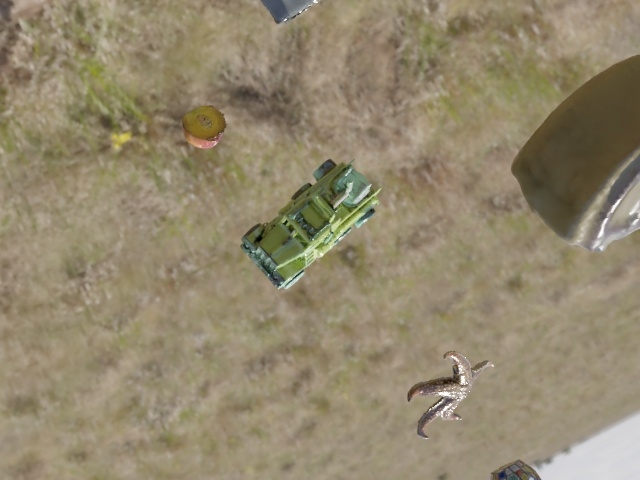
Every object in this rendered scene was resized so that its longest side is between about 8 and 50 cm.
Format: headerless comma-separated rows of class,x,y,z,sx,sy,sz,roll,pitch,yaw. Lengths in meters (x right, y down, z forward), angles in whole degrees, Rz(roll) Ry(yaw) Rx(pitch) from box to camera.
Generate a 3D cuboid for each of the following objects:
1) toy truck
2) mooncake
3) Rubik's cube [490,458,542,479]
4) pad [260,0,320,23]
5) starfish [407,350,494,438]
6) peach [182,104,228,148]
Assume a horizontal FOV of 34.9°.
toy truck,-0.012,-0.043,1.745,0.259,0.128,0.135,-41,176,-21
mooncake,0.538,-0.132,1.842,0.394,0.246,0.393,-36,153,-13
Rubik's cube,0.398,0.502,2.073,0.093,0.111,0.111,4,156,-12
pad,-0.048,-0.418,1.335,0.174,0.233,0.022,-26,-155,22
starfish,0.249,0.265,1.856,0.238,0.057,0.213,-22,138,-32
peach,-0.234,-0.223,2.060,0.098,0.098,0.061,-20,151,-25
